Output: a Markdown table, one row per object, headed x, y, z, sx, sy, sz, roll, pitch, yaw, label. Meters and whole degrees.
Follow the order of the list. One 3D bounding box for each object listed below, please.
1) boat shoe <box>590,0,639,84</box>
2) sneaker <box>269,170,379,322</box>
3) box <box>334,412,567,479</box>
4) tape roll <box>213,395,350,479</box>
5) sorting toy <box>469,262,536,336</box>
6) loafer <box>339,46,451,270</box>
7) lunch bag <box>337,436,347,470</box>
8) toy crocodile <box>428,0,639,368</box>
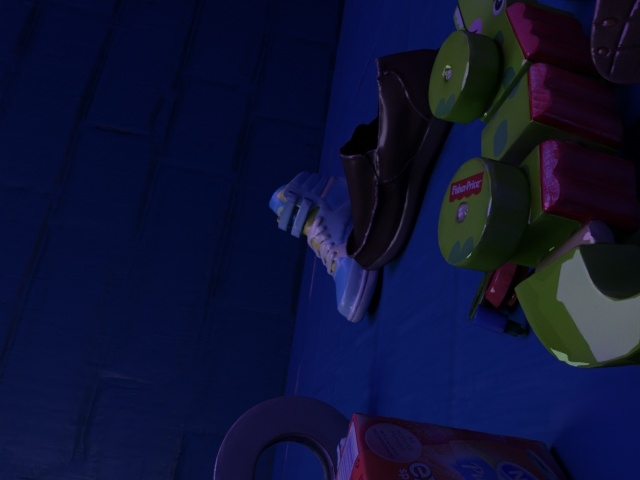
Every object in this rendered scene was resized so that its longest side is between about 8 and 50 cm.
| x | y | z | sx | sy | sz | roll | pitch | yaw | label |
| --- | --- | --- | --- | --- | --- | --- | --- | --- | --- |
| 0.203 | -0.174 | 0.327 | 0.060 | 0.064 | 0.178 | -17 | -56 | -62 | boat shoe |
| 0.000 | 0.000 | 1.088 | 0.127 | 0.208 | 0.319 | 110 | 169 | -47 | sneaker |
| 0.061 | 0.285 | 0.378 | 0.154 | 0.142 | 0.300 | -98 | 19 | -70 | box |
| -0.041 | 0.336 | 0.834 | 0.072 | 0.219 | 0.219 | 112 | 168 | -61 | tape roll |
| 0.152 | 0.048 | 0.481 | 0.102 | 0.042 | 0.061 | 86 | -153 | -68 | sorting toy |
| 0.087 | -0.116 | 0.869 | 0.134 | 0.130 | 0.366 | -88 | 11 | -55 | loafer |
| 0.060 | 0.266 | 0.679 | 0.071 | 0.083 | 0.053 | -90 | 13 | -57 | lunch bag |
| 0.146 | -0.073 | 0.386 | 0.105 | 0.115 | 0.341 | 118 | 160 | -51 | toy crocodile |
